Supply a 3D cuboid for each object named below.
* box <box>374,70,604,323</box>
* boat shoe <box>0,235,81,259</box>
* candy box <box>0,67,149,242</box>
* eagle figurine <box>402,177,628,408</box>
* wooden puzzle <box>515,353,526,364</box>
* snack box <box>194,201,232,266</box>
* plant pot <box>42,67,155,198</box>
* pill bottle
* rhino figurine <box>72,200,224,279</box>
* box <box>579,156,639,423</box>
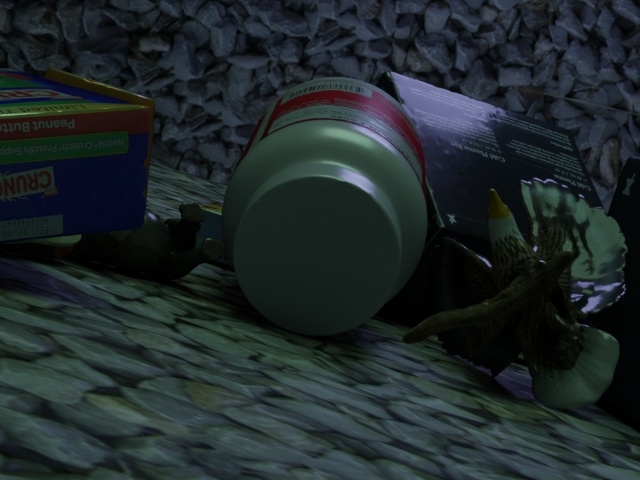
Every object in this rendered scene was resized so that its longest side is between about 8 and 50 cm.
[{"bbox_3d":[0.220,-0.035,1.959,0.343,0.179,0.312,15,40,-28],"label":"box"},{"bbox_3d":[-0.307,-0.007,1.389,0.137,0.049,0.043,9,-34,-38],"label":"boat shoe"},{"bbox_3d":[-0.346,-0.084,1.279,0.268,0.122,0.317,-6,17,-34],"label":"candy box"},{"bbox_3d":[0.224,0.044,1.549,0.226,0.225,0.298,14,6,7],"label":"eagle figurine"},{"bbox_3d":[0.262,0.151,1.787,0.078,0.014,0.116,13,4,-5],"label":"wooden puzzle"},{"bbox_3d":[-0.084,0.005,1.920,0.174,0.070,0.207,18,5,2],"label":"snack box"},{"bbox_3d":[-0.280,-0.093,1.613,0.205,0.188,0.205,17,4,-1],"label":"plant pot"},{"bbox_3d":[0.009,-0.043,1.600,0.229,0.229,0.408,17,18,-1],"label":"pill bottle"},{"bbox_3d":[-0.231,-0.013,1.483,0.243,0.073,0.106,14,-25,-22],"label":"rhino figurine"},{"bbox_3d":[0.592,0.121,1.525,0.471,0.297,0.480,17,4,-13],"label":"box"}]
